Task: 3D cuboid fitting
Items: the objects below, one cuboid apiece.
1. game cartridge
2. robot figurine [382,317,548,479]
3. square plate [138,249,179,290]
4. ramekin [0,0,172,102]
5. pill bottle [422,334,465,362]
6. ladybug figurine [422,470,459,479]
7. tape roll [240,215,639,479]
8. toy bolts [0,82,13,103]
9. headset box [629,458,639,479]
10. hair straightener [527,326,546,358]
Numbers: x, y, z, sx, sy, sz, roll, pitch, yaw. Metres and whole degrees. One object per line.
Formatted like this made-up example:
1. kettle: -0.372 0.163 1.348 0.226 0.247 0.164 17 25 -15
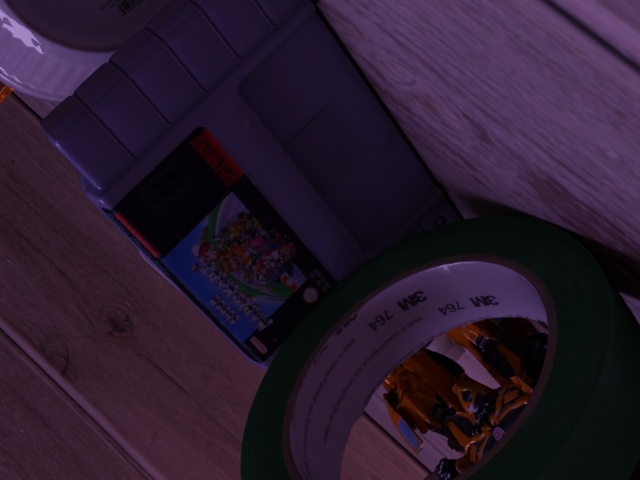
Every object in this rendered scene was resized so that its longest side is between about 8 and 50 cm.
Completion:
1. game cartridge: -0.039 -0.043 0.983 0.068 0.230 0.355 32 166 50
2. robot figurine: 0.150 0.143 1.109 0.085 0.211 0.291 22 -165 -32
3. square plate: -0.102 -0.079 1.199 0.347 0.049 0.344 34 131 48
4. ramekin: -0.202 -0.225 0.977 0.207 0.207 0.109 46 160 -15
5. pill bottle: 0.126 0.119 1.521 0.120 0.067 0.067 43 171 6
6. ladybug figurine: 0.356 0.542 2.150 0.449 0.162 0.305 50 168 -33
7. tape roll: 0.089 0.124 0.903 0.077 0.321 0.321 49 170 -31
8. toy bolts: -0.328 -0.223 1.585 0.158 0.218 0.228 39 -170 -10
9. headset box: 0.266 0.263 1.096 0.293 0.218 0.110 32 167 46
10. hair straightener: 0.221 0.172 1.285 0.047 0.089 0.230 34 167 37
